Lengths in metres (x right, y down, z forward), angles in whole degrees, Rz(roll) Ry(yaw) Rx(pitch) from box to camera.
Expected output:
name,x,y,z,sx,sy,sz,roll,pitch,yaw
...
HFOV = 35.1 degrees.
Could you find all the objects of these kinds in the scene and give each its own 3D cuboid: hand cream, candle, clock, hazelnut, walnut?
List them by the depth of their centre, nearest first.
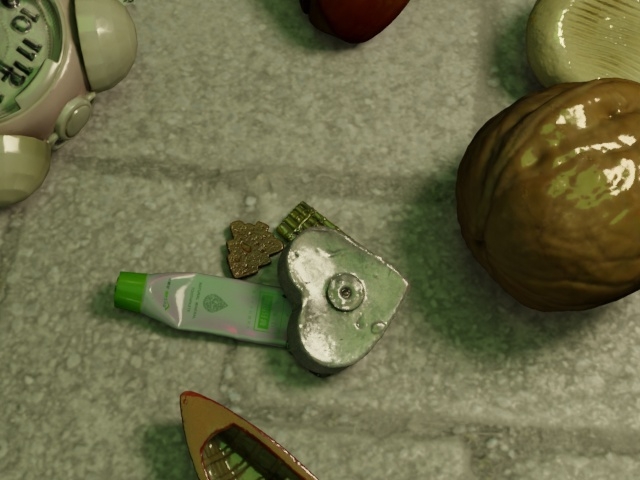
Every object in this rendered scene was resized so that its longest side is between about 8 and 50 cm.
name,x,y,z,sx,sy,sz,roll,pitch,yaw
walnut,0.337,-0.065,1.297,0.332,0.333,0.333,1,68,-3
candle,0.032,0.075,1.327,0.168,0.068,0.192,-9,80,-15
hand cream,-0.133,0.090,1.341,0.275,0.050,0.079,10,95,-4
clock,-0.453,-0.243,1.376,0.325,0.184,0.342,33,83,8
hazelnut,0.048,-0.408,1.469,0.181,0.181,0.212,-32,74,-16

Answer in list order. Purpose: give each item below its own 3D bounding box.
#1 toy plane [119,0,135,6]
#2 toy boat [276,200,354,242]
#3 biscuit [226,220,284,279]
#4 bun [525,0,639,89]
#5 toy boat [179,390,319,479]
name,x,y,z,sx,sy,sz,roll,pitch,yaw
toy plane,-0.348,-0.406,1.512,0.234,0.082,0.160,-21,81,5
toy boat,0.000,0.000,1.392,0.115,0.016,0.063,38,72,11
biscuit,-0.096,0.015,1.382,0.082,0.016,0.092,23,70,1
bun,0.385,-0.293,1.479,0.222,0.127,0.222,3,83,-28
toy boat,-0.046,0.342,1.220,0.136,0.079,0.392,-37,76,-13
